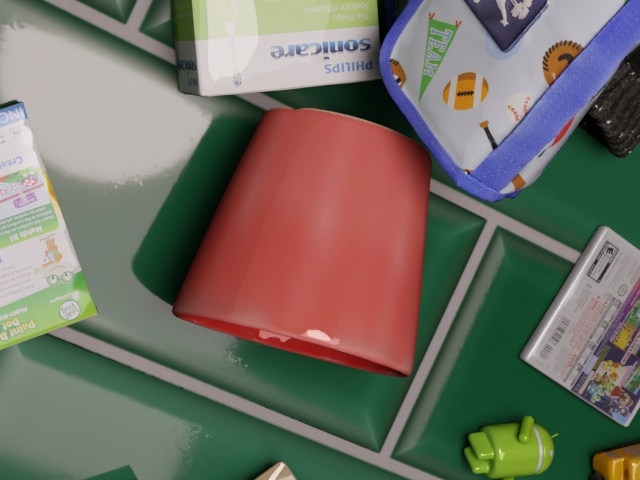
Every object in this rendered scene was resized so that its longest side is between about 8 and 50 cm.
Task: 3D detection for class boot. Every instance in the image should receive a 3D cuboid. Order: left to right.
[{"bbox_3d":[0.449,-0.197,1.534,0.348,0.131,0.260,33,91,-25],"label":"boot"}]

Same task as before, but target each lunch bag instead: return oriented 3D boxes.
[{"bbox_3d":[0.229,-0.253,1.270,0.239,0.385,0.328,30,119,-18],"label":"lunch bag"}]

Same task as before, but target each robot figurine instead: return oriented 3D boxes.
[{"bbox_3d":[0.240,0.262,1.566,0.115,0.067,0.101,-1,125,-18],"label":"robot figurine"}]

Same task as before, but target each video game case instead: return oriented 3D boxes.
[{"bbox_3d":[0.377,0.111,1.613,0.183,0.023,0.201,33,86,-19],"label":"video game case"}]

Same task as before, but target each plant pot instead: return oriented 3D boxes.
[{"bbox_3d":[0.000,0.000,1.362,0.275,0.275,0.243,19,81,-19],"label":"plant pot"}]

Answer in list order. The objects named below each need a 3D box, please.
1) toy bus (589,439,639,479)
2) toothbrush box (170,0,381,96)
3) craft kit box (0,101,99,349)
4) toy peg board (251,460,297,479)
[{"bbox_3d":[0.434,0.432,1.619,0.108,0.130,0.332,-10,101,-16],"label":"toy bus"},{"bbox_3d":[-0.057,-0.307,1.362,0.206,0.122,0.283,-8,99,-17],"label":"toothbrush box"},{"bbox_3d":[-0.394,0.006,1.335,0.250,0.061,0.246,-20,101,-14],"label":"craft kit box"},{"bbox_3d":[-0.070,0.371,1.489,0.161,0.079,0.160,-35,91,-11],"label":"toy peg board"}]
